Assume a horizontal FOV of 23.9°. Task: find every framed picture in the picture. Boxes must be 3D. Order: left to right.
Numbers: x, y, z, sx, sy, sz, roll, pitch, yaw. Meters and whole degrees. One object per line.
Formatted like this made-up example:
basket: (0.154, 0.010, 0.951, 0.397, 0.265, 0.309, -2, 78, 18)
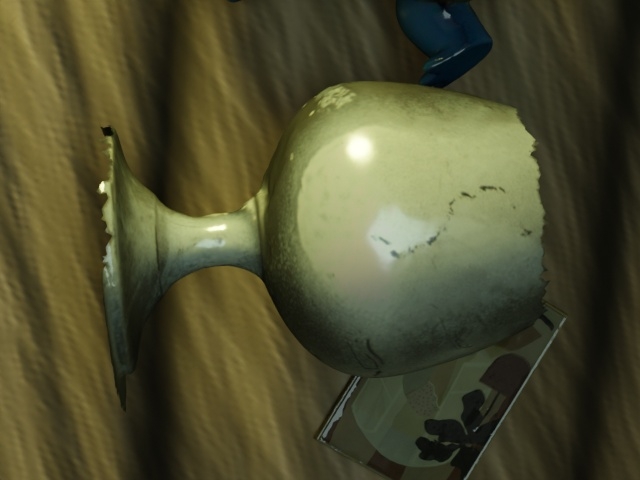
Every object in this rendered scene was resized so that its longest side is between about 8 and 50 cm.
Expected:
framed picture: (0.103, 0.115, 1.281, 0.136, 0.010, 0.201, 31, 91, -14)

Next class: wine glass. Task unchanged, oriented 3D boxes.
wine glass: (0.000, 0.000, 1.137, 0.323, 0.238, 0.238, -4, 99, -1)

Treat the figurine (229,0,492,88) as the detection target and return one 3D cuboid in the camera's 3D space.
figurine: (0.079, -0.277, 1.114, 0.416, 0.298, 0.243, 17, 61, -15)
